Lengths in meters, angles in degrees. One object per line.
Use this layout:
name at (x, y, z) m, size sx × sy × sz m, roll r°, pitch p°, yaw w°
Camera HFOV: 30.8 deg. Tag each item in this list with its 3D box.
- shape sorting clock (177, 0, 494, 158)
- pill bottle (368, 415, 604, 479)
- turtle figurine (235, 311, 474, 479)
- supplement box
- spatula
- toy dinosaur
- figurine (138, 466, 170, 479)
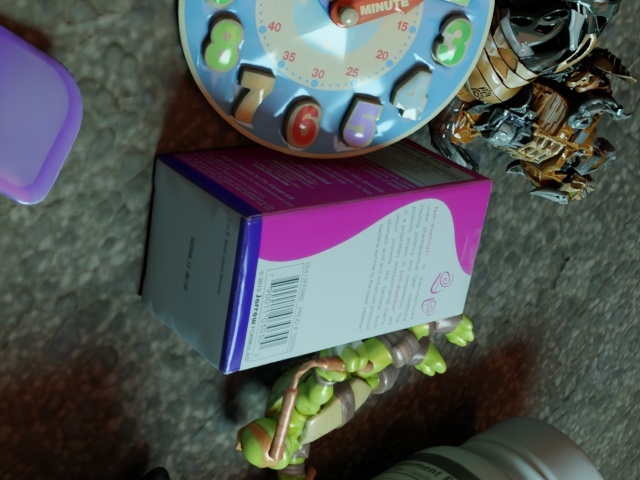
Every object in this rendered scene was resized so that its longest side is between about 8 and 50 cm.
shape sorting clock at (0.013, -0.146, 0.738) m, size 0.206 × 0.040 × 0.206 m, roll -6°, pitch 115°, yaw -12°
pill bottle at (0.078, 0.303, 0.999) m, size 0.361 × 0.204 × 0.204 m, roll -23°, pitch 128°, yaw -31°
turtle figurine at (0.010, 0.125, 0.916) m, size 0.217 × 0.087 × 0.269 m, roll -31°, pitch 151°, yaw -31°
supplement box at (0.000, 0.000, 0.809) m, size 0.220 × 0.114 × 0.111 m, roll -9°, pitch 119°, yaw -38°
spatula at (-0.233, -0.121, 0.570) m, size 0.296 × 0.030 × 0.084 m, roll 40°, pitch 67°, yaw -45°
toy dinosaur at (0.155, -0.153, 0.842) m, size 0.218 × 0.164 × 0.322 m, roll -41°, pitch 151°, yaw 5°
figurine at (-0.192, 0.284, 0.836) m, size 0.215 × 0.092 × 0.209 m, roll -16°, pitch 117°, yaw -35°
